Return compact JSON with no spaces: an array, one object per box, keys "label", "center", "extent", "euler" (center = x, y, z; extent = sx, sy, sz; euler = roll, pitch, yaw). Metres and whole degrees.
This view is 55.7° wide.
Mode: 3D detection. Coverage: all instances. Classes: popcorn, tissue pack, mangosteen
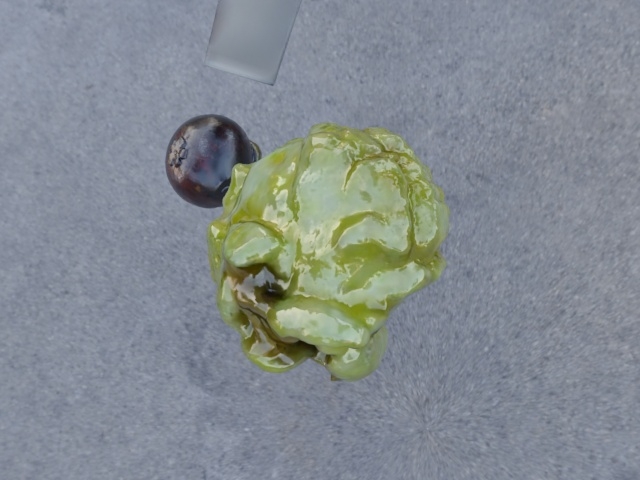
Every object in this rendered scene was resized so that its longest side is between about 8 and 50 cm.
[{"label":"popcorn","center":[0.000,0.000,0.559],"extent":[0.256,0.195,0.255],"euler":[-26,45,38]},{"label":"tissue pack","center":[-0.107,-0.430,1.080],"extent":[0.135,0.246,0.160],"euler":[15,41,-12]},{"label":"mangosteen","center":[-0.225,-0.164,1.275],"extent":[0.209,0.210,0.210],"euler":[-3,73,9]}]
